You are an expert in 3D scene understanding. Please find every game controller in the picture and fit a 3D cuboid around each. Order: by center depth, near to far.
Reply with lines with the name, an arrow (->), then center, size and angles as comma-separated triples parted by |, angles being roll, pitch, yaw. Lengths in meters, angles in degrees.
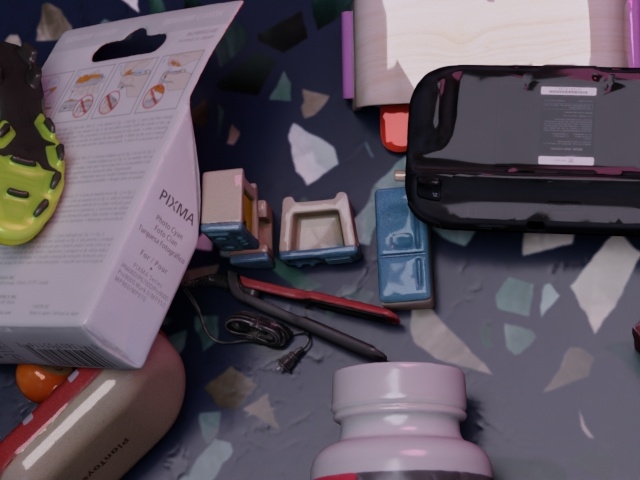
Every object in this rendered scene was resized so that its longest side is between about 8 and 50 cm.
game controller -> 0.242, -0.090, 1.787 | 0.319, 0.067, 0.167 | 2, 76, 10

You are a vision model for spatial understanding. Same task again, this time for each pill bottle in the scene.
pill bottle -> 0.078, 0.282, 1.721 | 0.176, 0.176, 0.319 | -3, 75, 10

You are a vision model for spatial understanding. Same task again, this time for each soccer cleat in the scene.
soccer cleat -> -0.319, -0.085, 1.843 | 0.093, 0.121, 0.289 | 9, 41, -22

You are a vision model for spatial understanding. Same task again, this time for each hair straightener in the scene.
hair straightener -> -0.039, 0.087, 1.859 | 0.230, 0.047, 0.089 | 15, 79, 14

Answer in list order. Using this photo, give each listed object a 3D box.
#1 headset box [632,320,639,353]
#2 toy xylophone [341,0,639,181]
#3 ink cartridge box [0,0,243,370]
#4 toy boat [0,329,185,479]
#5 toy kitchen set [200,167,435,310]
headset box -> 0.454, 0.105, 1.729 | 0.218, 0.110, 0.293 | -42, 73, -2
toy xylophone -> 0.169, -0.168, 1.864 | 0.322, 0.081, 0.236 | 7, 90, 10
ink cartridge box -> -0.230, -0.055, 1.849 | 0.308, 0.091, 0.385 | -2, 55, 45
toy boat -> -0.251, 0.163, 1.833 | 0.231, 0.151, 0.151 | -44, 62, -3
toy kitchen set -> 0.000, 0.000, 1.811 | 0.207, 0.166, 0.122 | -5, 75, 9
